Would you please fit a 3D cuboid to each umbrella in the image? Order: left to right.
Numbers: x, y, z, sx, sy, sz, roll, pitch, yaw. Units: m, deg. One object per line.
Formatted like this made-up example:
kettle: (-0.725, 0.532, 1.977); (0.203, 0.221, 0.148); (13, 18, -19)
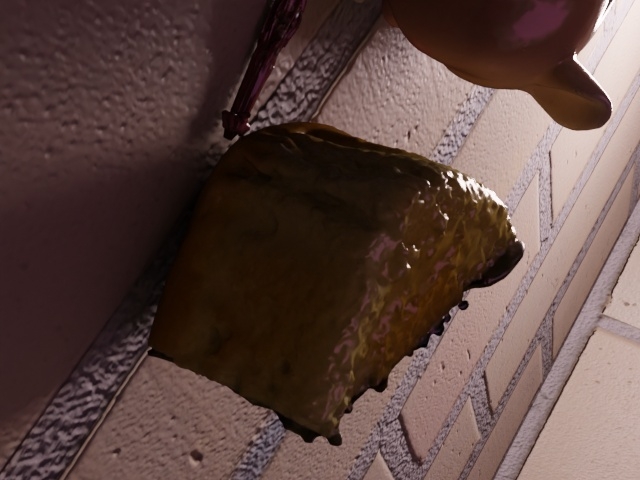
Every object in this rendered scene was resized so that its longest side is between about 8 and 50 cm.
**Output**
umbrella: (-0.031, -0.147, 0.695); (0.027, 0.025, 0.165); (-135, -110, -84)

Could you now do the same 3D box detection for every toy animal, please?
toy animal: (0.110, -0.216, 0.686); (0.256, 0.212, 0.195); (80, 9, -57)

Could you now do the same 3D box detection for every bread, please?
bread: (0.000, 0.000, 0.697); (0.262, 0.204, 0.163); (-41, 134, -38)

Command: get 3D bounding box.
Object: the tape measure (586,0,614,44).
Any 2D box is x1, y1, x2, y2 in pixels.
tape measure: (0.202, -0.265, 0.947); (0.231, 0.133, 0.271); (27, 88, -58)
